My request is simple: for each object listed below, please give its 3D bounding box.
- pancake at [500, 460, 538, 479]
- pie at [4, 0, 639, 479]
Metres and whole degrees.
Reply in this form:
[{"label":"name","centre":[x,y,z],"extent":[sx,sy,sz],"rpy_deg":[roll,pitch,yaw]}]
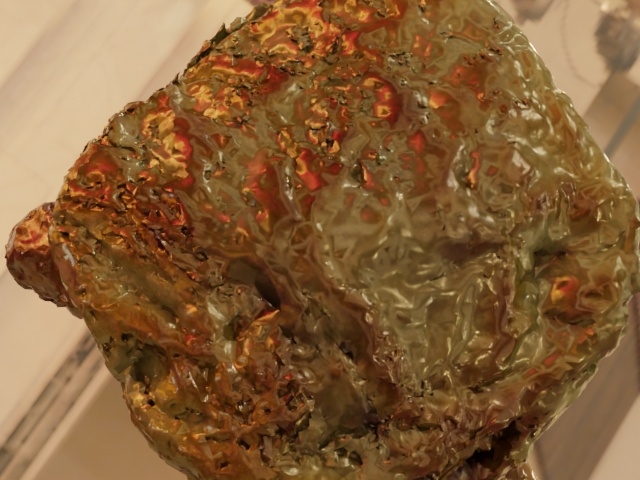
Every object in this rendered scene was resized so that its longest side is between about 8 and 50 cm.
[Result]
[{"label":"pancake","centre":[0.092,0.340,1.332],"extent":[0.071,0.382,0.382],"rpy_deg":[12,-27,46]},{"label":"pie","centre":[0.026,-0.005,1.008],"extent":[0.395,0.418,0.180],"rpy_deg":[48,-12,14]}]
